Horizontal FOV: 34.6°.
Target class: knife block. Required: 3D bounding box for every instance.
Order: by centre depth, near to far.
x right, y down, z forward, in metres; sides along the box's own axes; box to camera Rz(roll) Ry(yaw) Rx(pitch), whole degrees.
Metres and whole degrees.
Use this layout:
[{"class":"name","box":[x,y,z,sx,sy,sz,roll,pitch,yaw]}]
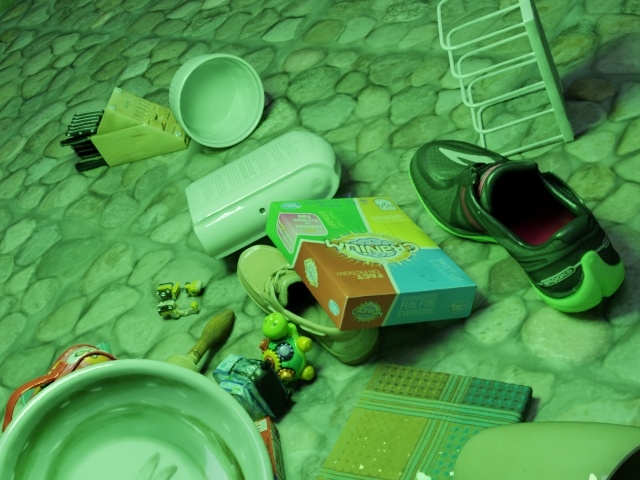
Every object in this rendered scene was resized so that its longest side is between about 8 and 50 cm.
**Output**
[{"class":"knife block","box":[-0.465,-0.230,2.430,0.276,0.242,0.088,21,45,-12]}]

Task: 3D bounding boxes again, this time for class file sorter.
[{"class":"file sorter","box":[0.338,-0.319,1.891,0.173,0.277,0.193,-16,40,16]}]

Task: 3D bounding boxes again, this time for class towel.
[{"class":"towel","box":[0.124,0.340,1.476,0.271,0.040,0.370,6,47,33]}]

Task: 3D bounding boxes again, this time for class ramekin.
[{"class":"ramekin","box":[-0.239,-0.318,2.290,0.207,0.207,0.109,-38,31,-12]}]

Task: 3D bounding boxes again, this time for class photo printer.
[{"class":"photo printer","box":[-0.108,-0.104,2.014,0.307,0.107,0.256,-28,23,-1]}]

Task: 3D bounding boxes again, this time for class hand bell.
[{"class":"hand bell","box":[-0.216,0.199,1.798,0.126,0.126,0.242,2,35,32]}]

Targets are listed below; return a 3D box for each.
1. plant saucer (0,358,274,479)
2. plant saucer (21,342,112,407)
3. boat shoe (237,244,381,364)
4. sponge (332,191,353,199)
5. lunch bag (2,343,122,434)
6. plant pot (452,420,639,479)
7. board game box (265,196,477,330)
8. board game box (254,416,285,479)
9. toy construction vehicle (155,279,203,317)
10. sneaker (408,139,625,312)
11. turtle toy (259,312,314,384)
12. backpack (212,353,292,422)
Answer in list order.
[{"class":"plant saucer","box":[-0.269,0.369,1.466,0.400,0.100,0.400,6,57,-9]},{"class":"plant saucer","box":[-0.480,0.256,1.934,0.192,0.018,0.067,-30,38,-2]},{"class":"boat shoe","box":[-0.035,0.083,1.763,0.341,0.110,0.121,30,75,40]},{"class":"sponge","box":[0.000,0.000,1.927,0.117,0.031,0.210,-13,41,19]},{"class":"lunch bag","box":[-0.375,0.314,1.582,0.120,0.258,0.293,4,58,59]},{"class":"plant pot","box":[0.297,0.326,1.256,0.256,0.256,0.274,-45,28,-21]},{"class":"board game box","box":[0.078,0.029,1.729,0.242,0.064,0.316,-4,31,-26]},{"class":"board game box","box":[-0.152,0.372,1.591,0.193,0.045,0.147,-23,39,7]},{"class":"toy construction vehicle","box":[-0.272,0.113,1.965,0.098,0.035,0.086,-11,31,16]},{"class":"sneaker","box":[0.311,-0.075,1.693,0.185,0.202,0.483,-37,40,-12]},{"class":"turtle toy","box":[-0.065,0.179,1.698,0.095,0.130,0.066,11,21,43]},{"class":"backpack","box":[-0.122,0.239,1.675,0.114,0.105,0.084,13,52,46]}]
